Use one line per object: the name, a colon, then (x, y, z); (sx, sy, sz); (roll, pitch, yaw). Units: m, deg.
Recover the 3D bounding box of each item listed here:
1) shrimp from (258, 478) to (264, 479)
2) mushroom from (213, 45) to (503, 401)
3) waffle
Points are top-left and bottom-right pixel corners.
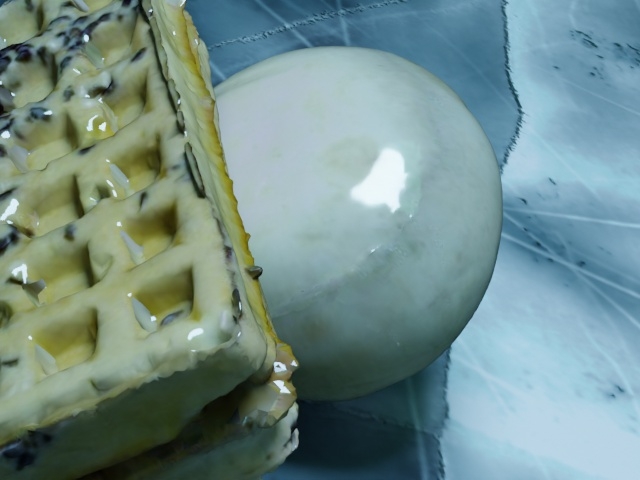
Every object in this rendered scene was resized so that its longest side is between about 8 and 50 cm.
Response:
shrimp: (-0.002, 0.206, 0.991); (0.267, 0.061, 0.145); (23, 43, -6)
mushroom: (0.000, 0.000, 1.159); (0.246, 0.202, 0.246); (-10, 51, 13)
waffle: (-0.161, 0.003, 1.016); (0.261, 0.114, 0.376); (-23, 41, 7)
